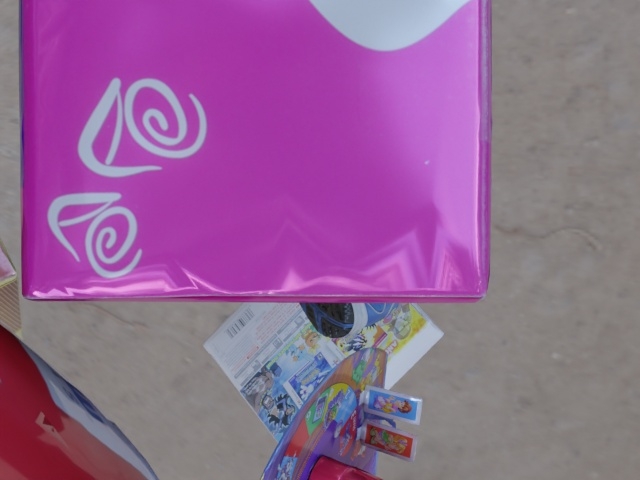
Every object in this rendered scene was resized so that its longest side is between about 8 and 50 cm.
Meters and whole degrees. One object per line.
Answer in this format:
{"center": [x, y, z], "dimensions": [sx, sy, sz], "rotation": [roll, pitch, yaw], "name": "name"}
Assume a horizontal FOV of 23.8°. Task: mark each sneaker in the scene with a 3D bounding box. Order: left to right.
{"center": [0.000, 0.000, 1.437], "dimensions": [0.081, 0.080, 0.211], "rotation": [-8, 60, -36], "name": "sneaker"}

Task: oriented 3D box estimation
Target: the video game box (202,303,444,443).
{"center": [0.000, 0.104, 1.597], "dimensions": [0.205, 0.187, 0.048], "rotation": [-45, 142, 6], "name": "video game box"}

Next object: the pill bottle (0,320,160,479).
{"center": [-0.167, 0.092, 0.358], "dimensions": [0.229, 0.229, 0.408], "rotation": [-50, 143, -10], "name": "pill bottle"}

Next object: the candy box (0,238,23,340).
{"center": [-0.305, 0.065, 1.046], "dimensions": [0.183, 0.316, 0.088], "rotation": [-26, 79, -16], "name": "candy box"}

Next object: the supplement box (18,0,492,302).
{"center": [-0.030, -0.041, 0.445], "dimensions": [0.113, 0.220, 0.111], "rotation": [0, 90, -11], "name": "supplement box"}

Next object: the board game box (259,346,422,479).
{"center": [0.009, 0.131, 0.641], "dimensions": [0.133, 0.033, 0.169], "rotation": [-45, 147, -48], "name": "board game box"}
